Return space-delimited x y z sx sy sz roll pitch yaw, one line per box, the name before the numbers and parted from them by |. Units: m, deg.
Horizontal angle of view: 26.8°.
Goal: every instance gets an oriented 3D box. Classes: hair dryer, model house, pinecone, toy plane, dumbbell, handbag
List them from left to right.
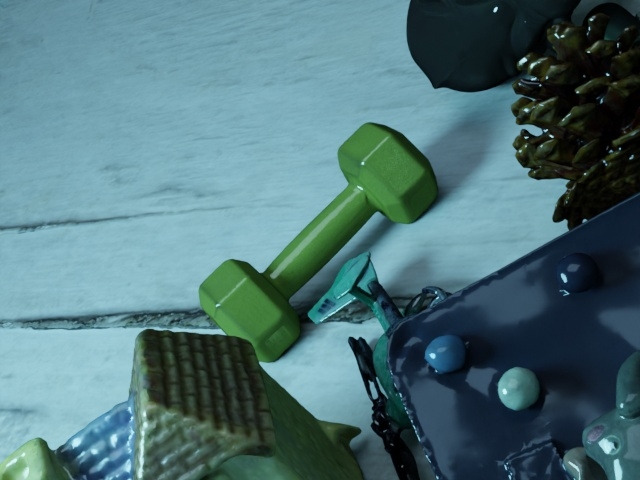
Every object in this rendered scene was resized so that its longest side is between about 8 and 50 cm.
model house | -0.129 0.255 1.206 0.321 0.266 0.261 -36 28 7
dumbbell | 0.000 0.000 1.525 0.302 0.121 0.108 -45 61 -8
toy plane | 0.091 0.115 1.306 0.155 0.106 0.382 -47 36 12
pinecone | 0.275 -0.126 1.338 0.185 0.169 0.212 -24 46 0
handbag | 0.237 0.118 1.062 0.325 0.118 0.269 -31 60 12
hair dryer | 0.394 -0.260 1.494 0.197 0.057 0.100 -33 34 1

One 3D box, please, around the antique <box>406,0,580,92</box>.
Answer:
antique | 0.221 -0.303 1.570 0.322 0.185 0.255 -49 8 47
